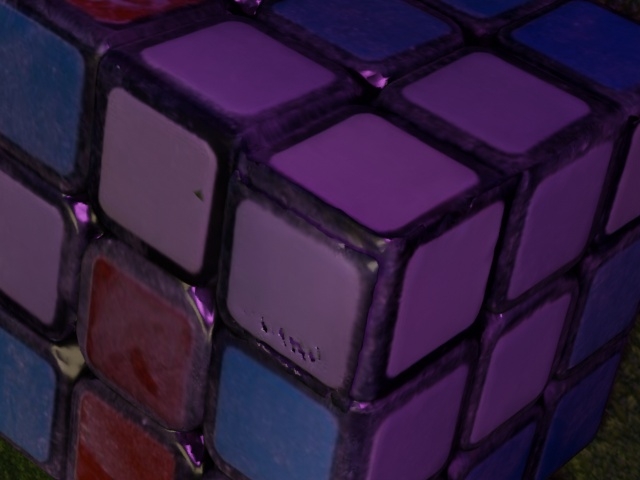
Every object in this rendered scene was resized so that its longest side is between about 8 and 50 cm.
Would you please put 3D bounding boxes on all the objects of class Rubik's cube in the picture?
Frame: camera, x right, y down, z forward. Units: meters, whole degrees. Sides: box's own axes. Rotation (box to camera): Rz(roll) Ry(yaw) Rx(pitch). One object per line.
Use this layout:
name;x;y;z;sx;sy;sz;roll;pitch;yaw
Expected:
Rubik's cube;0.000;0.000;1.032;0.358;0.362;0.363;32;131;26
